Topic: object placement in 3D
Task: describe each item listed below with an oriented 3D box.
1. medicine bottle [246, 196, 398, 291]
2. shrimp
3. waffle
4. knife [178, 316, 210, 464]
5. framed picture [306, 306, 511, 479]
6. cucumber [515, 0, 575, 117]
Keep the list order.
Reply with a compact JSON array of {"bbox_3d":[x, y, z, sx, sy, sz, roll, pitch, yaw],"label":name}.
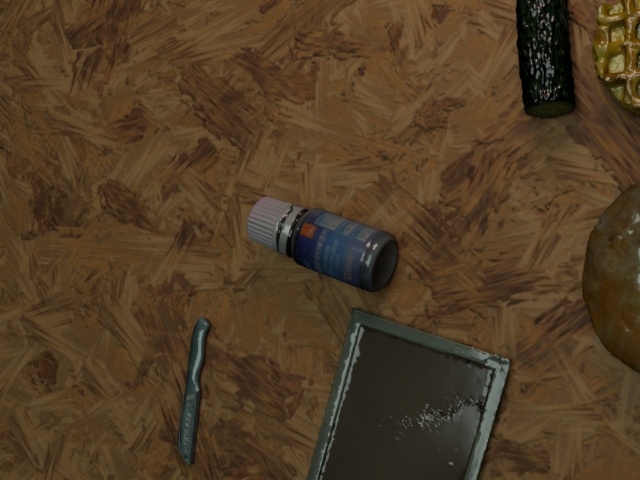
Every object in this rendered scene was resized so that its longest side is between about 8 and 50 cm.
[{"bbox_3d":[0.000,0.000,1.511,0.203,0.083,0.083,21,95,29],"label":"medicine bottle"},{"bbox_3d":[0.482,0.054,1.220,0.445,0.085,0.272,19,102,42],"label":"shrimp"},{"bbox_3d":[0.426,-0.199,1.326,0.253,0.056,0.249,34,101,23],"label":"waffle"},{"bbox_3d":[-0.182,0.214,1.623,0.028,0.015,0.210,7,89,22],"label":"knife"},{"bbox_3d":[0.105,0.259,1.471,0.231,0.018,0.293,17,94,27],"label":"framed picture"},{"bbox_3d":[0.274,-0.301,1.407,0.067,0.067,0.294,-6,81,26],"label":"cucumber"}]
